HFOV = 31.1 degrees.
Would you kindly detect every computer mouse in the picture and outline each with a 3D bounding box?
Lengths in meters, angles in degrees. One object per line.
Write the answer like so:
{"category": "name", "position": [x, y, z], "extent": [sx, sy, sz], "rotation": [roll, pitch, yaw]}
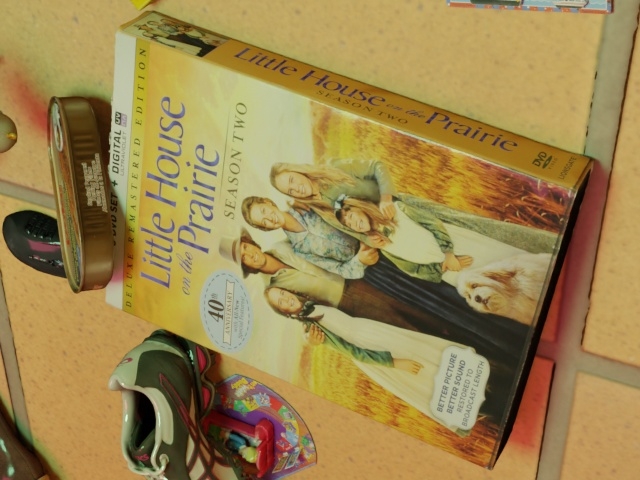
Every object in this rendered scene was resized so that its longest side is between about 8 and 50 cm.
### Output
{"category": "computer mouse", "position": [-0.241, 0.036, 1.221], "extent": [0.242, 0.041, 0.071], "rotation": [24, 129, 14]}

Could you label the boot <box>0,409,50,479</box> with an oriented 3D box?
{"category": "boot", "position": [-0.452, 0.309, 1.525], "extent": [0.248, 0.090, 0.206], "rotation": [-24, 94, 41]}

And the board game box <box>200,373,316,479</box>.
{"category": "board game box", "position": [-0.088, 0.221, 1.260], "extent": [0.169, 0.033, 0.133], "rotation": [-32, 102, 41]}

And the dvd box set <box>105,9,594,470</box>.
{"category": "dvd box set", "position": [0.000, 0.000, 1.027], "extent": [0.420, 0.062, 0.307], "rotation": [22, 125, 17]}

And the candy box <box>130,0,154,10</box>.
{"category": "candy box", "position": [-0.120, -0.283, 0.939], "extent": [0.206, 0.027, 0.105], "rotation": [-31, 105, 41]}

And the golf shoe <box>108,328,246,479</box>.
{"category": "golf shoe", "position": [-0.157, 0.233, 1.214], "extent": [0.105, 0.120, 0.272], "rotation": [-8, 102, 34]}

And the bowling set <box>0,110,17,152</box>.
{"category": "bowling set", "position": [-0.399, -0.170, 1.135], "extent": [0.287, 0.199, 0.154], "rotation": [-1, 162, 35]}

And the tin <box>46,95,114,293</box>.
{"category": "tin", "position": [-0.230, -0.045, 1.098], "extent": [0.106, 0.040, 0.189], "rotation": [-18, 79, 63]}

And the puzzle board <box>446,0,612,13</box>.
{"category": "puzzle board", "position": [0.148, -0.213, 0.837], "extent": [0.128, 0.011, 0.096], "rotation": [9, 124, 27]}
